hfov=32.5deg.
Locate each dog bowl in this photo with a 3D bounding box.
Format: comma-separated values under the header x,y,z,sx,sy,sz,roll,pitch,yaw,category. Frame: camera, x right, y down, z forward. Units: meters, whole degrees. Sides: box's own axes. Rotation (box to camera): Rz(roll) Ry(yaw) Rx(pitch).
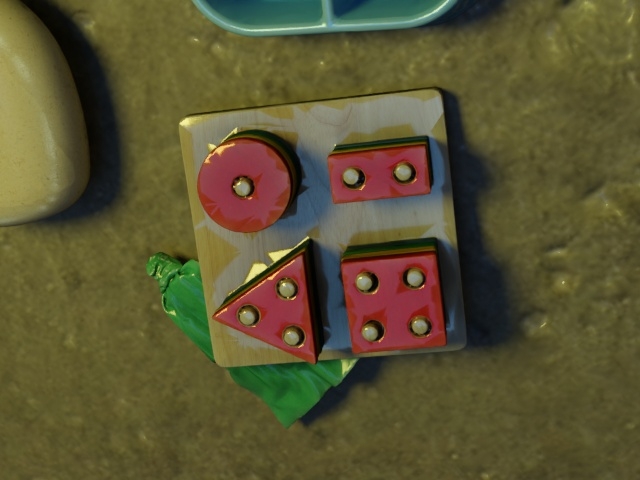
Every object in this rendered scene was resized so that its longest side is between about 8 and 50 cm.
x,y,z,sx,sy,sz,roll,pitch,yaw,category
0.009,-0.259,0.971,0.297,0.074,0.166,0,114,15,dog bowl

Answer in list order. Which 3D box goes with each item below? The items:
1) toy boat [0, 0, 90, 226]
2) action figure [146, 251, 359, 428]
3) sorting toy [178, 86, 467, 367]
x,y,z,sx,sy,sz,roll,pitch,yaw,category
-0.393,-0.138,1.106,0.318,0.148,0.267,-6,117,9,toy boat
-0.086,0.088,1.155,0.232,0.063,0.137,37,119,-8,action figure
0.000,0.000,1.042,0.255,0.089,0.257,-5,104,9,sorting toy
